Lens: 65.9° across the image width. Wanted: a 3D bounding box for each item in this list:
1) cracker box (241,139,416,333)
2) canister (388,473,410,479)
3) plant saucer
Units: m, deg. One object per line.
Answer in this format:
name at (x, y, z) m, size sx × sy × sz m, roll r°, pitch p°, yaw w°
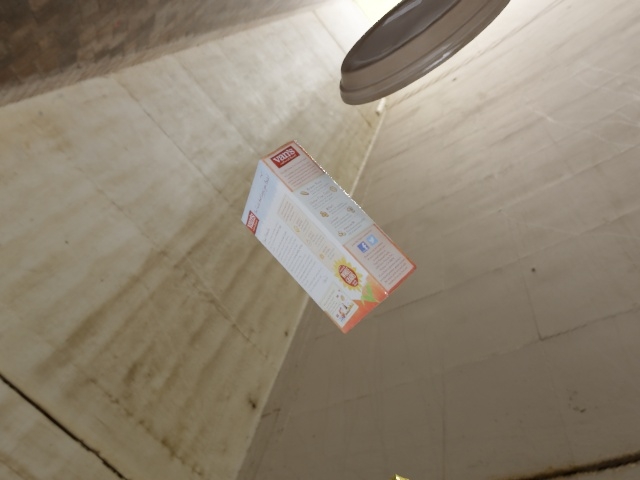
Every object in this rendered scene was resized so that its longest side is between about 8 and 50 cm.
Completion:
cracker box at (0.000, 0.000, 0.671) m, size 0.067 × 0.232 × 0.155 m, roll -38°, pitch 170°, yaw -31°
canister at (0.155, 0.392, 0.651) m, size 0.126 × 0.170 × 0.073 m, roll 105°, pitch 12°, yaw -48°
plant saucer at (0.131, -0.291, 0.674) m, size 0.278 × 0.041 × 0.278 m, roll -33°, pitch -153°, yaw 20°
